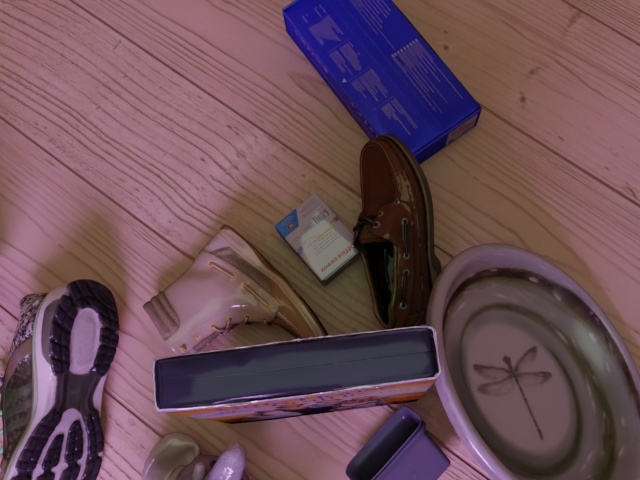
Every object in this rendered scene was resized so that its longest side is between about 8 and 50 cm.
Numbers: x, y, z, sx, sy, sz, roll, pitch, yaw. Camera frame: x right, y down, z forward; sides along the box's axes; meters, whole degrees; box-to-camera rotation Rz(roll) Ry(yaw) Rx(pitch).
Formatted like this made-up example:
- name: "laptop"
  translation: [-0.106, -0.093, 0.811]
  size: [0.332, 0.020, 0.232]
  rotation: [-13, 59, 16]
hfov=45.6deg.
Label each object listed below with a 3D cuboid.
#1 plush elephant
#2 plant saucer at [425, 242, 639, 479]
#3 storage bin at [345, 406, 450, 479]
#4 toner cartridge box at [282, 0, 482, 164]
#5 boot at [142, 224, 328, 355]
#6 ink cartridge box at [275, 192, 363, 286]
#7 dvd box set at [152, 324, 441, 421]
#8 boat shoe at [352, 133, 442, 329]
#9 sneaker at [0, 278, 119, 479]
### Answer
- name: "plush elephant"
  translation: [-0.158, 0.395, 1.047]
  size: [0.271, 0.330, 0.255]
  rotation: [22, 55, -4]
- name: "plant saucer"
  translation: [0.290, 0.199, 1.073]
  size: [0.400, 0.100, 0.401]
  rotation: [18, 52, -24]
- name: "storage bin"
  translation: [0.117, 0.328, 1.122]
  size: [0.135, 0.098, 0.091]
  rotation: [-45, 104, -8]
- name: "toner cartridge box"
  translation: [0.099, -0.293, 1.290]
  size: [0.165, 0.075, 0.348]
  rotation: [-34, 76, -6]
- name: "boot"
  translation: [-0.131, 0.127, 1.183]
  size: [0.203, 0.095, 0.262]
  rotation: [-44, 75, -8]
- name: "ink cartridge box"
  translation: [0.000, 0.000, 1.231]
  size: [0.088, 0.052, 0.122]
  rotation: [-39, 75, -6]
- name: "dvd box set"
  translation: [-0.012, 0.187, 0.992]
  size: [0.307, 0.420, 0.062]
  rotation: [-7, 74, 1]
- name: "boat shoe"
  translation: [0.107, -0.016, 1.165]
  size: [0.104, 0.110, 0.308]
  rotation: [-9, 79, -32]
- name: "sneaker"
  translation: [-0.436, 0.259, 1.175]
  size: [0.182, 0.158, 0.411]
  rotation: [2, 75, 37]
